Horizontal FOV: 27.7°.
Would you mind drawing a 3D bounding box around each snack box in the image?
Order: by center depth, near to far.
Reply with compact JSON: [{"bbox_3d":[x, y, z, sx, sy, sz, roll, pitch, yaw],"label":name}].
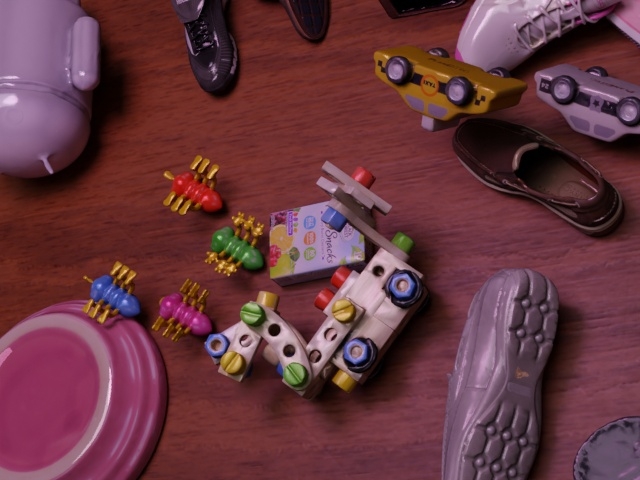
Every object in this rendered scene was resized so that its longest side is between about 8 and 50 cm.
[{"bbox_3d":[0.000,0.000,1.772,0.141,0.037,0.100,-11,65,21],"label":"snack box"}]

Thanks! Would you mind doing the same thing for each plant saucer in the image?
[{"bbox_3d":[-0.378,0.233,1.831,0.332,0.084,0.332,-11,63,22],"label":"plant saucer"}]

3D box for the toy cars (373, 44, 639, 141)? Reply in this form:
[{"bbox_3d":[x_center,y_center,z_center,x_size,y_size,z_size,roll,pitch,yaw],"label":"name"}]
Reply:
[{"bbox_3d":[0.259,-0.170,1.628,0.394,0.087,0.176,6,23,-4],"label":"toy cars"}]

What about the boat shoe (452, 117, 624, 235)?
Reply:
[{"bbox_3d":[0.269,-0.101,1.648,0.257,0.095,0.095,29,83,33],"label":"boat shoe"}]

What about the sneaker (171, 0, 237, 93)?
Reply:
[{"bbox_3d":[-0.183,-0.335,1.972,0.078,0.106,0.234,-16,62,21],"label":"sneaker"}]

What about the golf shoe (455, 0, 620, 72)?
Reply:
[{"bbox_3d":[0.307,-0.316,1.697,0.306,0.115,0.140,-46,37,3],"label":"golf shoe"}]

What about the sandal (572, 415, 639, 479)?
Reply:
[{"bbox_3d":[0.413,0.372,1.358,0.167,0.107,0.445,-42,57,5],"label":"sandal"}]

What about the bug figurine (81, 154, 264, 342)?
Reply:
[{"bbox_3d":[-0.200,0.029,1.839,0.216,0.072,0.279,33,81,27],"label":"bug figurine"}]

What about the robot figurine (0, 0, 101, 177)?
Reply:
[{"bbox_3d":[-0.452,-0.246,2.010,0.300,0.200,0.353,-19,60,36],"label":"robot figurine"}]

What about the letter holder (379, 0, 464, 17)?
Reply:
[{"bbox_3d":[0.179,-0.497,1.839,0.214,0.152,0.301,-6,66,22],"label":"letter holder"}]

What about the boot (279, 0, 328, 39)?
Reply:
[{"bbox_3d":[-0.058,-0.386,1.967,0.106,0.082,0.219,-34,69,52],"label":"boot"}]

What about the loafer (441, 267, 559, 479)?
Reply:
[{"bbox_3d":[0.204,0.188,1.558,0.111,0.112,0.319,-11,58,63],"label":"loafer"}]

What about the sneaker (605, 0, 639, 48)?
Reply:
[{"bbox_3d":[0.432,-0.276,1.671,0.070,0.051,0.134,-43,52,10],"label":"sneaker"}]

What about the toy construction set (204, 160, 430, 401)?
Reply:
[{"bbox_3d":[0.009,0.068,1.663,0.215,0.151,0.327,34,100,19],"label":"toy construction set"}]
